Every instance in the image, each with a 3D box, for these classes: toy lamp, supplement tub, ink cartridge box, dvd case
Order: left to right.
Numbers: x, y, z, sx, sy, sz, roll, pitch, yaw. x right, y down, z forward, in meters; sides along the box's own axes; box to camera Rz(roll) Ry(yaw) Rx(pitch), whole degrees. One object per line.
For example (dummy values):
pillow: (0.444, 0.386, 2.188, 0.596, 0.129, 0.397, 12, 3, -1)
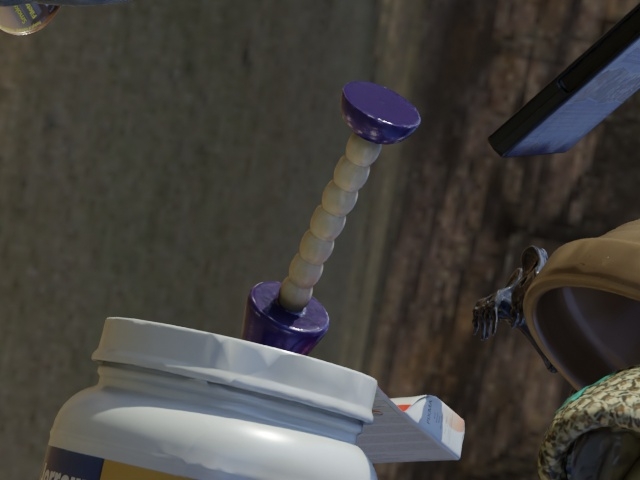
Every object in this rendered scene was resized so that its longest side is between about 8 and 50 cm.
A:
supplement tub: (-0.088, 0.226, 1.173, 0.228, 0.228, 0.316, 72, 30, -81)
toy lamp: (0.000, 0.000, 1.487, 0.080, 0.080, 0.275, -71, -176, -62)
ink cartridge box: (0.028, 0.152, 1.577, 0.179, 0.145, 0.045, 46, 46, -47)
dvd case: (0.244, -0.150, 1.290, 0.253, 0.022, 0.180, -42, 168, 20)

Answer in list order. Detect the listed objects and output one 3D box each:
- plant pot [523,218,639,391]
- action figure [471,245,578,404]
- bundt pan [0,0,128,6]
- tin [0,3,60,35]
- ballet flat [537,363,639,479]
plant pot: (0.237, 0.053, 0.950, 0.110, 0.237, 0.237, -54, 168, -15)
action figure: (0.270, 0.120, 1.566, 0.164, 0.275, 0.141, -35, -149, 59)
bundt pan: (-0.185, -0.281, 1.288, 0.331, 0.330, 0.124, -71, 164, -63)
tin: (-0.289, -0.263, 1.509, 0.106, 0.040, 0.190, -55, 135, -31)
ballet flat: (0.239, 0.262, 0.746, 0.164, 0.483, 0.182, -43, 158, 25)
